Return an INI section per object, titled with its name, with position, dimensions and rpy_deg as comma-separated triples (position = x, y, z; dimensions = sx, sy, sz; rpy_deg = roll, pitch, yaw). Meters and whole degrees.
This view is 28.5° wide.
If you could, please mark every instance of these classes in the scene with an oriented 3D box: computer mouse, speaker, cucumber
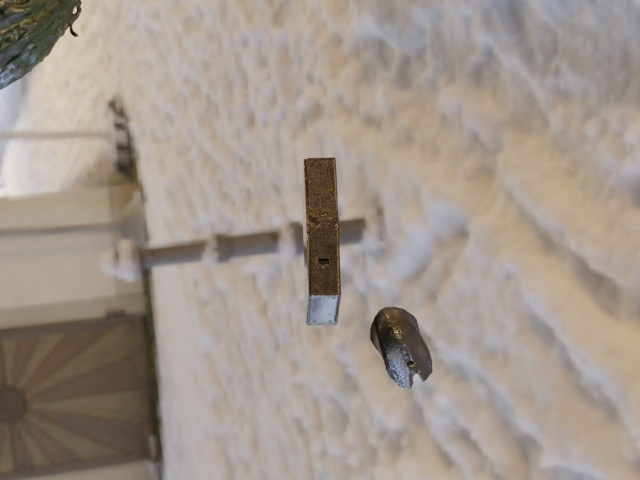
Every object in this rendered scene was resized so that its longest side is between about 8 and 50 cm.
[computer mouse]
position = 0.124, 0.164, 1.927
dimensions = 0.047, 0.079, 0.135
rpy_deg = -112, -1, -82
[speaker]
position = 0.000, 0.000, 1.670
dimensions = 0.082, 0.044, 0.218
rpy_deg = 96, 174, -58
[cucumber]
position = -0.270, -0.100, 0.771
dimensions = 0.077, 0.265, 0.077
rpy_deg = -13, -90, -74
